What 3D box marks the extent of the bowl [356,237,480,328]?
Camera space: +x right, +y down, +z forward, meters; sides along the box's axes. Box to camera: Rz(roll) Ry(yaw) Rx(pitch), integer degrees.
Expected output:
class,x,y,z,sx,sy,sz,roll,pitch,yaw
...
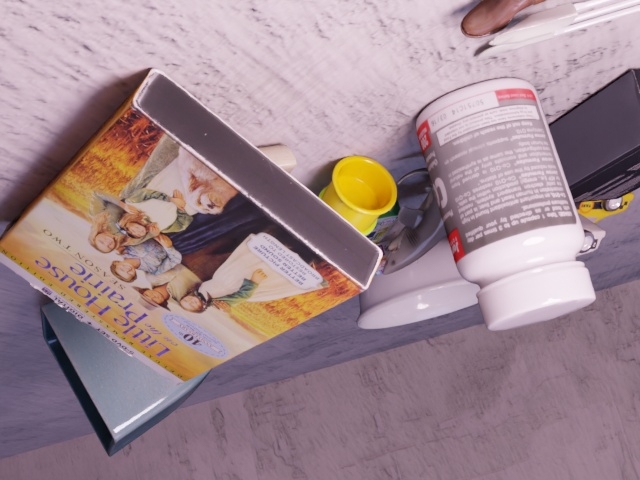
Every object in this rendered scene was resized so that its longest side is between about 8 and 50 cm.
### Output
class,x,y,z,sx,sy,sz,roll,pitch,yaw
bowl,0.197,0.065,1.871,0.297,0.134,0.298,-13,165,-3

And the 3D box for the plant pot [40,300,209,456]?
class,x,y,z,sx,sy,sz,roll,pitch,yaw
plant pot,-0.304,0.185,1.658,0.252,0.248,0.247,-29,171,-21

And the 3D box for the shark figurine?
class,x,y,z,sx,sy,sz,roll,pitch,yaw
shark figurine,0.193,-0.042,1.477,0.166,0.116,0.278,-39,162,-25

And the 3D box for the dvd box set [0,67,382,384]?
class,x,y,z,sx,sy,sz,roll,pitch,yaw
dvd box set,-0.174,0.013,1.113,0.307,0.062,0.420,39,141,-18

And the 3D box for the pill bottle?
class,x,y,z,sx,sy,sz,roll,pitch,yaw
pill bottle,0.230,-0.042,1.208,0.161,0.283,0.161,-13,165,-4

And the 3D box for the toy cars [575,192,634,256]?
class,x,y,z,sx,sy,sz,roll,pitch,yaw
toy cars,0.364,-0.025,1.520,0.176,0.087,0.393,19,-154,23

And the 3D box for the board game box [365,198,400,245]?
class,x,y,z,sx,sy,sz,roll,pitch,yaw
board game box,-0.047,0.001,1.574,0.317,0.046,0.213,-11,164,-14

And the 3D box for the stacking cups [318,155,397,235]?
class,x,y,z,sx,sy,sz,roll,pitch,yaw
stacking cups,0.000,0.000,1.422,0.096,0.096,0.316,-6,154,-29

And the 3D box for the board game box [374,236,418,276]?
class,x,y,z,sx,sy,sz,roll,pitch,yaw
board game box,0.086,0.038,1.679,0.154,0.026,0.103,-19,162,9

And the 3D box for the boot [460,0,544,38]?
class,x,y,z,sx,sy,sz,roll,pitch,yaw
boot,0.173,-0.239,0.906,0.106,0.037,0.114,-30,166,8

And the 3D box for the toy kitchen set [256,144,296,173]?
class,x,y,z,sx,sy,sz,roll,pitch,yaw
toy kitchen set,-0.103,-0.011,1.234,0.122,0.166,0.207,-9,165,-21

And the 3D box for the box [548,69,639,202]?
class,x,y,z,sx,sy,sz,roll,pitch,yaw
box,0.434,-0.143,1.392,0.184,0.103,0.261,-8,165,-30

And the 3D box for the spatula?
class,x,y,z,sx,sy,sz,roll,pitch,yaw
spatula,0.288,-0.234,1.010,0.242,0.019,0.168,-16,178,2
